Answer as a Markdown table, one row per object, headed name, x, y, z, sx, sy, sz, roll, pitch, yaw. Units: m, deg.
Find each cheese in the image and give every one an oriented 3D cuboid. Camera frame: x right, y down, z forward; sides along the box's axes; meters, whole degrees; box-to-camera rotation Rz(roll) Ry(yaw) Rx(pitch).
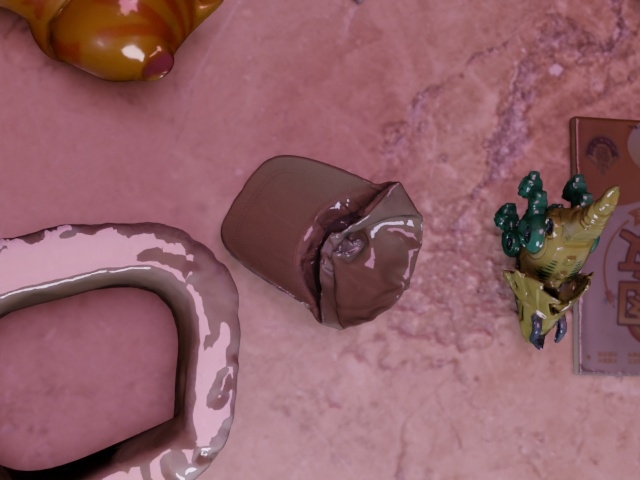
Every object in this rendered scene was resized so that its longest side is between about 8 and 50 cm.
| name | x | y | z | sx | sy | sz | roll | pitch | yaw |
| --- | --- | --- | --- | --- | --- | --- | --- | --- | --- |
| cheese | -0.230 | 0.136 | 1.105 | 0.332 | 0.153 | 0.292 | -20 | 86 | -11 |

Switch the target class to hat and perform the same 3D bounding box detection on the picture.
| name | x | y | z | sx | sy | sz | roll | pitch | yaw |
| --- | --- | --- | --- | --- | --- | --- | --- | --- | --- |
| hat | 0.000 | 0.000 | 1.219 | 0.173 | 0.144 | 0.166 | 24 | 77 | 39 |

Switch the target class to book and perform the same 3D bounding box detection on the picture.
| name | x | y | z | sx | sy | sz | roll | pitch | yaw |
| --- | --- | --- | --- | --- | --- | --- | --- | --- | --- |
| book | 0.385 | 0.008 | 1.300 | 0.208 | 0.020 | 0.295 | 2 | 82 | -11 |

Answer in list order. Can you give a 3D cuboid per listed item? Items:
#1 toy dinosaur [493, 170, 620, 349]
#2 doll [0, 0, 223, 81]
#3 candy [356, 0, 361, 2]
| name | x | y | z | sx | sy | sz | roll | pitch | yaw |
| --- | --- | --- | --- | --- | --- | --- | --- | --- | --- |
| toy dinosaur | 0.247 | -0.006 | 1.177 | 0.094 | 0.259 | 0.153 | 0 | 55 | -12 |
| doll | -0.251 | -0.270 | 1.157 | 0.269 | 0.162 | 0.166 | 38 | 62 | -14 |
| candy | -0.082 | -0.394 | 1.244 | 0.365 | 0.124 | 0.124 | 45 | 77 | -10 |
